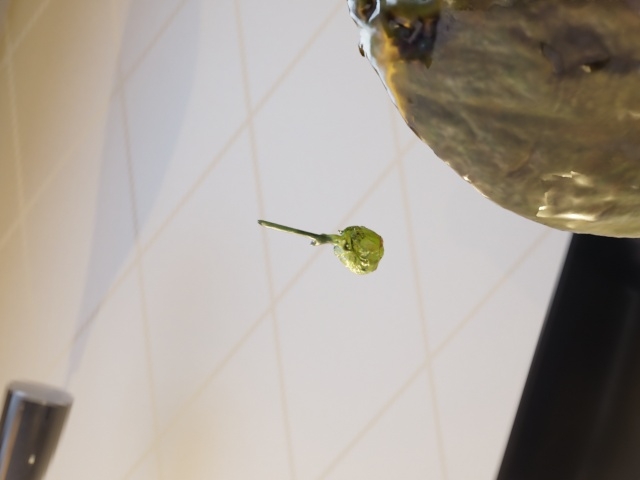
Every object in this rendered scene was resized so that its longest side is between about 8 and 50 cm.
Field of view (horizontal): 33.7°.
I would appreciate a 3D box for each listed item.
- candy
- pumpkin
[{"bbox_3d":[0.000,0.000,0.779,0.123,0.035,0.035,14,-157,-44],"label":"candy"},{"bbox_3d":[0.109,-0.113,0.407,0.312,0.169,0.148,29,159,-12],"label":"pumpkin"}]
